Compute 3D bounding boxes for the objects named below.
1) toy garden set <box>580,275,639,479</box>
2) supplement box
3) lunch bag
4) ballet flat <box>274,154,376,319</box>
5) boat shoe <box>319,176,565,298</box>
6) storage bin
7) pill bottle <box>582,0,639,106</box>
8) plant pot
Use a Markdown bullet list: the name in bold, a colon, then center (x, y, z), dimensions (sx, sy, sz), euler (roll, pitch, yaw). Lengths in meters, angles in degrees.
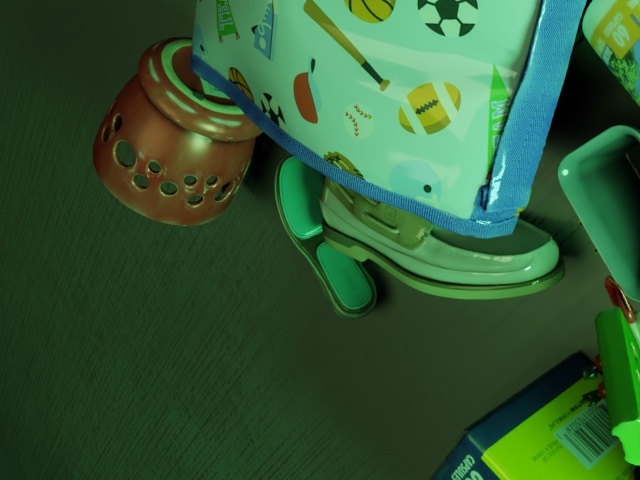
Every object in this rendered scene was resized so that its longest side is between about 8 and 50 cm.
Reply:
- **toy garden set**: center (0.252, 0.147, 0.682), dimensions (0.049, 0.204, 0.244), euler (-20, 121, 24)
- **supplement box**: center (0.269, 0.316, 0.786), dimensions (0.356, 0.195, 0.194), euler (46, 134, 24)
- **lunch bag**: center (0.072, -0.226, 0.732), dimensions (0.385, 0.238, 0.328), euler (45, 137, 44)
- **ballet flat**: center (0.000, 0.000, 1.048), dimensions (0.213, 0.072, 0.068), euler (64, 169, 9)
- **boat shoe**: center (0.106, -0.023, 0.884), dimensions (0.302, 0.113, 0.103), euler (16, 123, 44)
- **storage bin**: center (0.272, -0.029, 0.718), dimensions (0.098, 0.091, 0.135), euler (-37, 77, 48)
- **pill bottle**: center (0.319, -0.092, 0.593), dimensions (0.272, 0.152, 0.152), euler (57, 138, 14)
- **plant pot**: center (-0.168, -0.142, 1.074), dimensions (0.191, 0.191, 0.174), euler (51, 132, 20)
